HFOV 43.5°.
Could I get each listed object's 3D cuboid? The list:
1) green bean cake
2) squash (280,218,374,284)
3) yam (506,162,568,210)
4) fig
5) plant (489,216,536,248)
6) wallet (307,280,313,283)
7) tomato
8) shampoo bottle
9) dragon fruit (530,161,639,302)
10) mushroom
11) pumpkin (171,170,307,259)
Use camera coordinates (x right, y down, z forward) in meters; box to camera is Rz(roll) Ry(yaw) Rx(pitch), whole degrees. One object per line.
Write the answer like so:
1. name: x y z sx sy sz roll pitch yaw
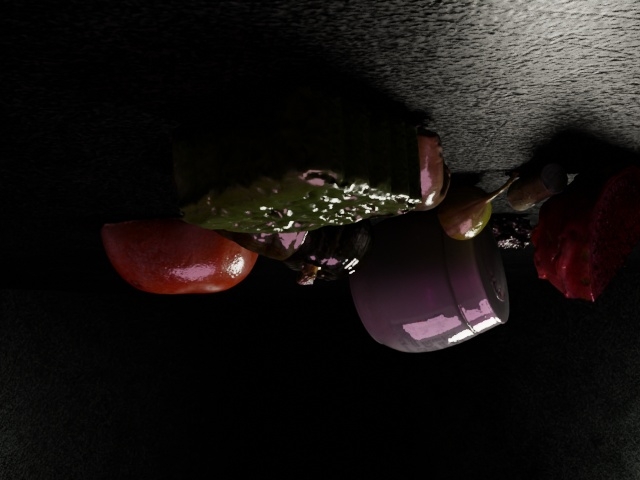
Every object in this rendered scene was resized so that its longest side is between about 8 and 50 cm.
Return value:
1. green bean cake: -0.030 -0.080 0.913 0.248 0.125 0.222 -8 170 37
2. squash: 0.002 -0.005 1.373 0.193 0.156 0.193 1 148 1
3. yam: 0.335 -0.084 1.250 0.054 0.054 0.132 -1 171 -10
4. fig: 0.248 -0.072 1.316 0.093 0.093 0.166 0 144 -14
5. plant: 0.370 -0.016 1.686 0.174 0.087 0.085 -4 144 -23
6. wallet: -0.030 0.033 1.728 0.025 0.122 0.061 -2 173 -1
7. tomato: -0.279 0.040 1.664 0.338 0.144 0.338 0 174 0
8. shampoo bottle: 0.214 0.071 1.544 0.266 0.273 0.273 -17 167 22
9. dragon fruit: 0.421 -0.037 1.241 0.163 0.261 0.189 30 146 31
10. mushroom: 0.129 -0.088 1.047 0.072 0.094 0.210 -7 175 12
11. pumpkin: -0.121 -0.038 1.132 0.130 0.149 0.254 -7 177 -35
